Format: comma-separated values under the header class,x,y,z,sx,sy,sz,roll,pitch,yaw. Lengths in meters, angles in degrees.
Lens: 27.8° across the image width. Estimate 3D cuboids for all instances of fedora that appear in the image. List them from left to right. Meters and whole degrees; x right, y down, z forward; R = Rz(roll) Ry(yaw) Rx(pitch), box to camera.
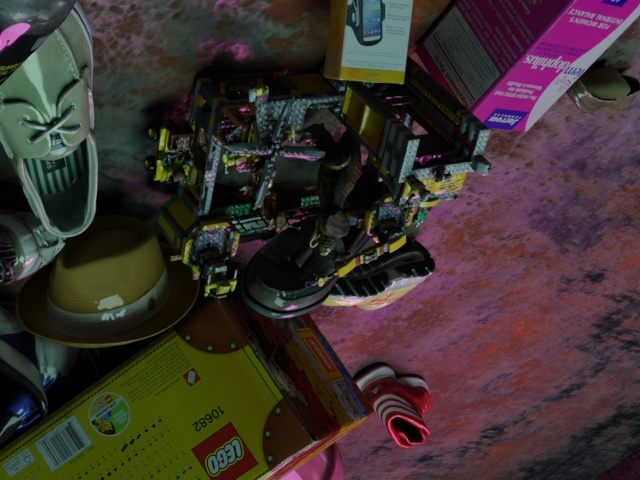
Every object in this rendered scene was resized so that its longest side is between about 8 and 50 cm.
class,x,y,z,sx,sy,sz,roll,pitch,yaw
fedora,-0.216,0.029,1.298,0.194,0.194,0.079,-16,125,-21

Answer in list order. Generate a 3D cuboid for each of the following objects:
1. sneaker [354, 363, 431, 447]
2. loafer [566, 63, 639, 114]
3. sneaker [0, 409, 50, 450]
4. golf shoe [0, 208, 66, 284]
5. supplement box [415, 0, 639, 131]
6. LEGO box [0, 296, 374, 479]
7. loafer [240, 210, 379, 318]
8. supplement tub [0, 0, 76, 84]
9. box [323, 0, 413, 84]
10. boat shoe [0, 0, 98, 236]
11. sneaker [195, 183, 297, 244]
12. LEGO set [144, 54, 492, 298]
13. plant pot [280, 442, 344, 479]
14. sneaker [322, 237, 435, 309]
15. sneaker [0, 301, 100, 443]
class,x,y,z,sx,sy,sz,roll,pitch,yaw
sneaker,0.134,0.282,2.056,0.087,0.128,0.221,-37,151,17
loafer,0.331,-0.183,1.525,0.050,0.056,0.148,-45,158,29
sneaker,-0.426,0.273,1.593,0.225,0.088,0.093,-29,157,7
golf shoe,-0.280,-0.003,1.215,0.086,0.067,0.186,-21,-171,-17
supplement box,0.215,-0.222,1.291,0.111,0.114,0.220,0,144,-43
LEGO box,-0.216,0.282,1.540,0.500,0.193,0.372,-36,171,8
loafer,0.000,0.000,1.451,0.267,0.096,0.084,-35,155,-56
supplement tub,-0.300,-0.158,0.841,0.338,0.207,0.207,-39,150,21
box,0.047,-0.214,1.183,0.081,0.028,0.136,-1,100,-40
boat shoe,-0.230,-0.113,1.098,0.109,0.094,0.302,-21,152,-11
sneaker,-0.103,-0.018,1.413,0.161,0.057,0.075,-3,138,-43
LEGO set,0.012,-0.047,1.267,0.331,0.192,0.255,-2,126,-35
plant pot,-0.083,0.300,1.851,0.201,0.201,0.180,-25,137,-4
sneaker,0.050,0.059,1.656,0.208,0.081,0.094,-5,147,-37
sneaker,-0.337,0.144,1.349,0.127,0.182,0.315,-30,152,7
